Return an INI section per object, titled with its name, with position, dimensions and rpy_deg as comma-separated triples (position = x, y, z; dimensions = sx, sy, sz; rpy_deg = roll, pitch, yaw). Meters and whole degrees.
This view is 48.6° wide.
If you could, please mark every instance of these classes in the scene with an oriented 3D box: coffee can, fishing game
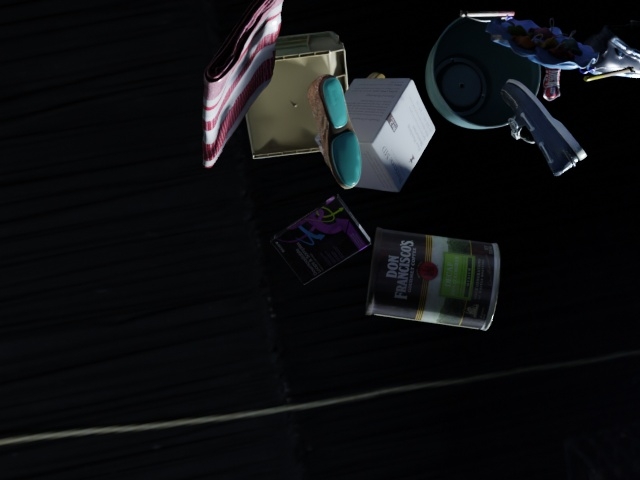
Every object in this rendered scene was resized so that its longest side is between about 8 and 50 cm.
[coffee can]
position = 0.249, 0.086, 1.607
dimensions = 0.201, 0.275, 0.202
rpy_deg = 7, 90, -86
[fishing game]
position = 0.353, -0.324, 1.125
dimensions = 0.264, 0.189, 0.041
rpy_deg = 46, -44, 38

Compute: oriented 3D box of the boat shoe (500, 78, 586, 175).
[boat shoe]
position = 0.427, -0.227, 1.420
dimensions = 0.095, 0.079, 0.255
rpy_deg = 33, 22, -53

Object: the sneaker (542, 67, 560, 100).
[sneaker]
position = 0.570, -0.396, 1.741
dimensions = 0.118, 0.042, 0.067
rpy_deg = 72, 22, -56

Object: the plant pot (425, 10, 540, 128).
[plant pot]
position = 0.399, -0.425, 1.868
dimensions = 0.196, 0.292, 0.293
rpy_deg = 170, -91, -79

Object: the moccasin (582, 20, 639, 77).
[moccasin]
position = 0.770, -0.468, 1.719
dimensions = 0.138, 0.342, 0.117
rpy_deg = 55, -39, 20

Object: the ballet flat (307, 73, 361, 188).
[ballet flat]
position = 0.023, -0.195, 1.278
dimensions = 0.067, 0.073, 0.206
rpy_deg = 11, -64, 55

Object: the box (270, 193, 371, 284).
[box]
position = 0.000, 0.000, 1.379
dimensions = 0.116, 0.162, 0.029
rpy_deg = 53, 17, -16

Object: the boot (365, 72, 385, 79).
[boot]
position = 0.071, -0.393, 1.964
dimensions = 0.077, 0.213, 0.165
rpy_deg = 23, 14, -49

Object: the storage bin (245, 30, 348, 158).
[storage bin]
position = -0.064, -0.356, 1.739
dimensions = 0.123, 0.260, 0.262
rpy_deg = -97, 180, -55

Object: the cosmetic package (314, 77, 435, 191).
[cosmetic package]
position = 0.116, -0.221, 1.475
dimensions = 0.184, 0.151, 0.151
rpy_deg = -59, 136, -23

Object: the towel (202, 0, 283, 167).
[towel]
position = -0.136, -0.279, 1.230
dimensions = 0.237, 0.037, 0.329
rpy_deg = -61, 179, -21
